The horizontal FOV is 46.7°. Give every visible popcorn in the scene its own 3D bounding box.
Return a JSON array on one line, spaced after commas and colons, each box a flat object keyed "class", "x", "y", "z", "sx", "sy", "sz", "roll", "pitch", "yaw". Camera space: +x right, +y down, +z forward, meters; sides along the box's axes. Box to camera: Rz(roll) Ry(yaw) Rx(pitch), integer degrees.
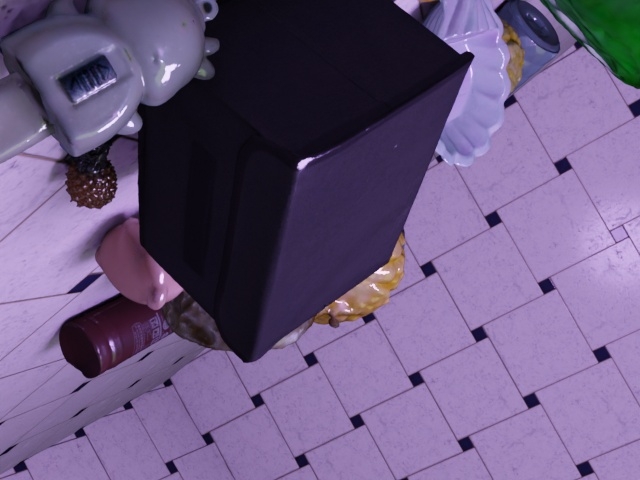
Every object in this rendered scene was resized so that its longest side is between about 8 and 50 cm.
[{"class": "popcorn", "x": 0.277, "y": -0.315, "z": 1.330, "sx": 0.185, "sy": 0.167, "sz": 0.187, "roll": -42, "pitch": 180, "yaw": -11}, {"class": "popcorn", "x": 0.000, "y": 0.000, "z": 1.543, "sx": 0.349, "sy": 0.349, "sz": 0.382, "roll": -40, "pitch": -149, "yaw": 20}]

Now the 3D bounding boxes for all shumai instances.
[{"class": "shumai", "x": -0.133, "y": 0.002, "z": 1.251, "sx": 0.292, "sy": 0.329, "sz": 0.289, "roll": -23, "pitch": 125, "yaw": -49}]

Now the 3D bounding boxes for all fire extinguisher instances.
[{"class": "fire extinguisher", "x": -0.341, "y": 0.152, "z": 1.455, "sx": 0.337, "sy": 0.114, "sz": 0.135, "roll": -30, "pitch": 149, "yaw": -49}]

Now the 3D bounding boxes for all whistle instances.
[{"class": "whistle", "x": -0.176, "y": -0.121, "z": 0.547, "sx": 0.244, "sy": 0.110, "sz": 0.092, "roll": -37, "pitch": -152, "yaw": -18}]

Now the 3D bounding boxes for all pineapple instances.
[{"class": "pineapple", "x": -0.228, "y": -0.079, "z": 0.747, "sx": 0.058, "sy": 0.058, "sz": 0.124, "roll": -34, "pitch": 172, "yaw": -30}]

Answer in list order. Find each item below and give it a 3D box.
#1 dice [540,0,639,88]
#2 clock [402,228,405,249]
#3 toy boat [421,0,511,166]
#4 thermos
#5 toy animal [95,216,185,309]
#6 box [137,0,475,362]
[{"class": "dice", "x": 0.480, "y": -0.425, "z": 1.103, "sx": 0.287, "sy": 0.300, "sz": 0.297, "roll": -44, "pitch": 171, "yaw": 21}, {"class": "clock", "x": 0.042, "y": 0.005, "z": 1.730, "sx": 0.312, "sy": 0.313, "sz": 0.061, "roll": -38, "pitch": 152, "yaw": 7}, {"class": "toy boat", "x": 0.210, "y": -0.264, "z": 1.171, "sx": 0.199, "sy": 0.100, "sz": 0.290, "roll": -22, "pitch": 123, "yaw": -36}, {"class": "thermos", "x": 0.347, "y": -0.366, "z": 1.551, "sx": 0.286, "sy": 0.145, "sz": 0.182, "roll": -41, "pitch": -154, "yaw": 41}, {"class": "toy animal", "x": -0.208, "y": 0.013, "z": 1.080, "sx": 0.197, "sy": 0.171, "sz": 0.171, "roll": -28, "pitch": 169, "yaw": -37}, {"class": "box", "x": -0.033, "y": -0.079, "z": 0.791, "sx": 0.251, "sy": 0.204, "sz": 0.345, "roll": -34, "pitch": 157, "yaw": -32}]
